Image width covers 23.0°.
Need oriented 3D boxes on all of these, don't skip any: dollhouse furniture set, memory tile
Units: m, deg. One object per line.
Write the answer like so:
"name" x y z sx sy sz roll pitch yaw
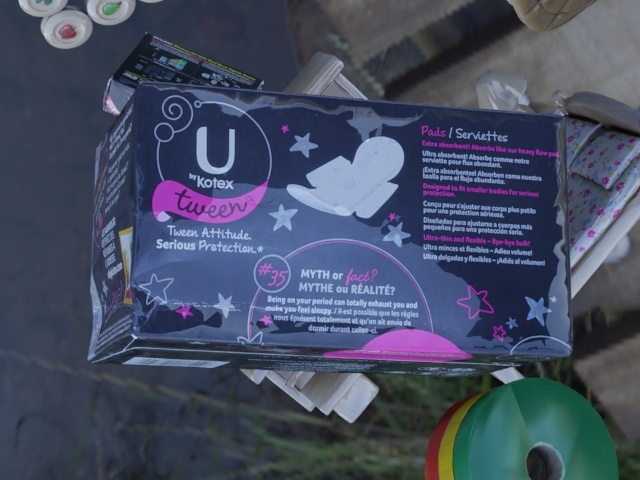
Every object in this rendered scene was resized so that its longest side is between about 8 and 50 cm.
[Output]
"dollhouse furniture set" 0.067 -0.004 1.070 0.174 0.355 0.303 41 86 -22
"memory tile" -0.174 -0.203 1.116 0.113 0.012 0.148 -26 140 7

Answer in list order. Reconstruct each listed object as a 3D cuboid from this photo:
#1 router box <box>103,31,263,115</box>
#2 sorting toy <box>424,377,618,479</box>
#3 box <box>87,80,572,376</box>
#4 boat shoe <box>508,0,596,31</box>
"router box" -0.124 -0.132 1.428 0.122 0.092 0.038 23 130 3
"sorting toy" 0.036 0.178 0.377 0.132 0.274 0.046 34 152 -13
"box" 0.000 0.000 0.907 0.247 0.163 0.142 4 80 -16
"boat shoe" 0.065 -0.182 0.597 0.104 0.089 0.285 -36 154 -5
